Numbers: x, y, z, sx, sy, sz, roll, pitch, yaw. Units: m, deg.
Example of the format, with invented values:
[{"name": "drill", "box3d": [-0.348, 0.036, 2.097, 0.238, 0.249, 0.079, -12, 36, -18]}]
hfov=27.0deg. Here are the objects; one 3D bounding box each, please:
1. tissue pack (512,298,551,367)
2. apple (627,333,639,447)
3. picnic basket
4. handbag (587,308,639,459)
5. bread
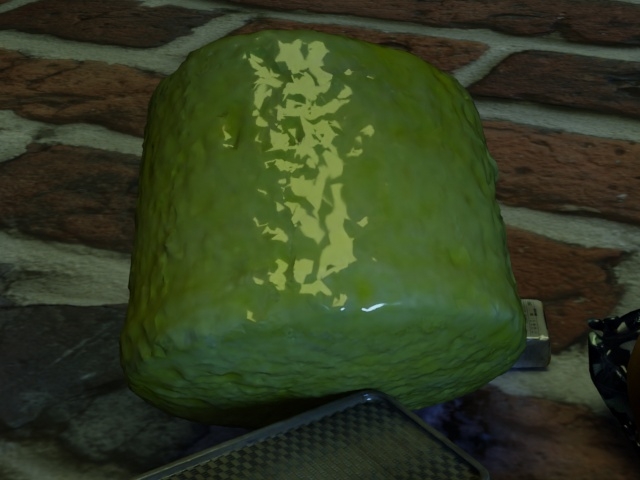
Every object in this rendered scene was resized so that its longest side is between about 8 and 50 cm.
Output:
[{"name": "tissue pack", "box3d": [0.197, 0.093, 1.337, 0.062, 0.042, 0.083, -3, 25, 4]}, {"name": "apple", "box3d": [0.339, 0.142, 0.978, 0.254, 0.253, 0.253, -3, 25, 1]}, {"name": "picnic basket", "box3d": [-0.009, 0.232, 0.962, 0.267, 0.139, 0.165, -17, 29, -28]}, {"name": "handbag", "box3d": [0.371, 0.120, 1.181, 0.260, 0.113, 0.162, -3, 30, -1]}, {"name": "bread", "box3d": [0.000, 0.000, 1.154, 0.348, 0.348, 0.307, -3, 69, 2]}]
